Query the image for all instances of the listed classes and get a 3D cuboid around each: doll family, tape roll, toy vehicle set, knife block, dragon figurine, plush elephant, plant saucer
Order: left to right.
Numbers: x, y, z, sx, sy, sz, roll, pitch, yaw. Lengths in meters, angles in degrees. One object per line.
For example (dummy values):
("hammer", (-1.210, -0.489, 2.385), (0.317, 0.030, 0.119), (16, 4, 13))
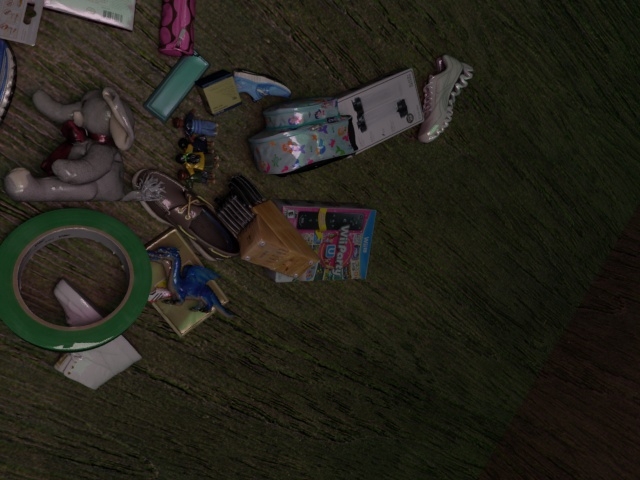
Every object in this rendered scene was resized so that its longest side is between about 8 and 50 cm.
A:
("tape roll", (-0.553, 0.089, 1.118), (0.322, 0.077, 0.320), (8, 71, -24))
("plush elephant", (-0.497, -0.210, 1.047), (0.330, 0.272, 0.255), (-2, 96, -25))
("toy vehicle set", (-0.384, 0.113, 1.325), (0.166, 0.035, 0.266), (-37, 118, -14))
("plant saucer", (-0.350, -0.381, 1.213), (0.067, 0.018, 0.192), (39, 85, -31))
("doll family", (-0.315, -0.228, 1.234), (0.112, 0.076, 0.192), (2, 75, -31))
("dragon figurine", (-0.316, 0.109, 1.275), (0.289, 0.085, 0.143), (23, 74, -31))
("knife block", (-0.145, -0.046, 1.314), (0.276, 0.242, 0.088), (24, 129, -38))

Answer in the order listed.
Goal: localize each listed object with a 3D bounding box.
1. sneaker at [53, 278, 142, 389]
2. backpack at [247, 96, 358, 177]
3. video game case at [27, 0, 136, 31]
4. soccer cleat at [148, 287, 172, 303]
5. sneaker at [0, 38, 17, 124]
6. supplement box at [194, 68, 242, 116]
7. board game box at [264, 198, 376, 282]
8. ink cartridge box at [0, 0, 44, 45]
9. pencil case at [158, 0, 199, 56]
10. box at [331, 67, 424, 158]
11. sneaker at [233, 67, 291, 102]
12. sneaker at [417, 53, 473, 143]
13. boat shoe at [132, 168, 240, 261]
("sneaker", (-0.592, 0.245, 1.210), (0.169, 0.108, 0.292), (-39, 120, -17))
("backpack", (-0.058, -0.266, 1.281), (0.254, 0.225, 0.190), (-28, 114, -21))
("video game case", (-0.510, -0.584, 1.053), (0.232, 0.042, 0.210), (4, 103, -29))
("soccer cleat", (-0.409, 0.134, 1.279), (0.083, 0.029, 0.035), (-18, 117, -18))
("sneaker", (-0.717, -0.264, 0.985), (0.147, 0.130, 0.329), (25, 92, -34))
("supplement box", (-0.254, -0.368, 1.235), (0.083, 0.056, 0.083), (-30, 129, -17))
("board game box", (0.000, 0.000, 1.464), (0.304, 0.097, 0.223), (0, 105, -28))
("ink cartridge box", (-0.643, -0.452, 0.968), (0.180, 0.045, 0.145), (7, 74, -18))
("pencil case", (-0.323, -0.531, 1.135), (0.095, 0.098, 0.209), (2, 102, -11))
("box", (0.149, -0.373, 1.441), (0.290, 0.087, 0.169), (-30, 116, -18))
("sneaker", (-0.156, -0.397, 1.298), (0.162, 0.063, 0.073), (7, 118, -25))
("sneaker", (0.359, -0.439, 1.534), (0.118, 0.110, 0.291), (28, 82, -24))
("boat shoe", (-0.326, -0.064, 1.250), (0.324, 0.097, 0.116), (49, 54, -31))
